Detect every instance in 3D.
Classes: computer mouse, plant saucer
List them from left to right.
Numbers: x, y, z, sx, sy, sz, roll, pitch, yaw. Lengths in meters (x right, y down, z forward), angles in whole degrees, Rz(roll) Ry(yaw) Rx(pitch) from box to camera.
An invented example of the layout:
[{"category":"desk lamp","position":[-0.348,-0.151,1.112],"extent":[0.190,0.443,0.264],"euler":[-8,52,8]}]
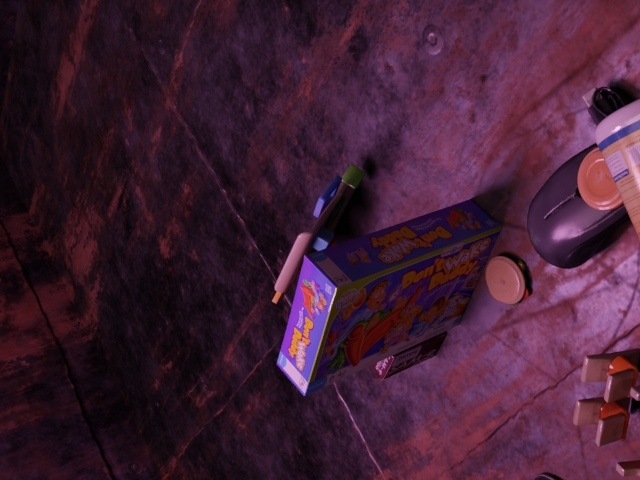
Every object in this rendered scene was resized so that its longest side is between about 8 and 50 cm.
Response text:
[{"category":"computer mouse","position":[0.355,-0.061,1.219],"extent":[0.188,0.072,0.272],"euler":[68,150,30]},{"category":"plant saucer","position":[0.366,-0.081,1.142],"extent":[0.083,0.013,0.083],"euler":[0,90,53]}]

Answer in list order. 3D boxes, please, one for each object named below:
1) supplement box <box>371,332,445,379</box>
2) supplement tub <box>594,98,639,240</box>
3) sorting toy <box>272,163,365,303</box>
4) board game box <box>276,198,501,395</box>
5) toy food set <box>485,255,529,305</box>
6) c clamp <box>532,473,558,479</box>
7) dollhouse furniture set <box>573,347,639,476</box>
[{"category":"supplement box","position":[0.101,0.128,1.629],"extent":[0.239,0.130,0.073],"euler":[50,140,30]},{"category":"supplement tub","position":[0.418,-0.069,1.018],"extent":[0.144,0.144,0.199],"euler":[-33,75,55]},{"category":"sorting toy","position":[0.000,0.000,1.672],"extent":[0.047,0.196,0.347],"euler":[34,136,7]},{"category":"board game box","position":[0.109,0.085,1.406],"extent":[0.078,0.347,0.233],"euler":[45,138,32]},{"category":"toy food set","position":[0.299,0.064,1.422],"extent":[0.082,0.020,0.083],"euler":[16,117,50]},{"category":"c clamp","position":[0.405,0.466,1.462],"extent":[0.137,0.022,0.160],"euler":[8,113,58]},{"category":"dollhouse furniture set","position":[0.472,0.302,1.189],"extent":[0.262,0.135,0.259],"euler":[-132,40,-60]}]
